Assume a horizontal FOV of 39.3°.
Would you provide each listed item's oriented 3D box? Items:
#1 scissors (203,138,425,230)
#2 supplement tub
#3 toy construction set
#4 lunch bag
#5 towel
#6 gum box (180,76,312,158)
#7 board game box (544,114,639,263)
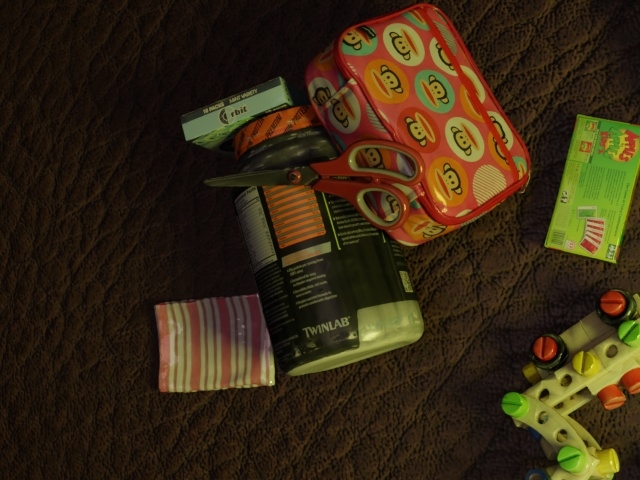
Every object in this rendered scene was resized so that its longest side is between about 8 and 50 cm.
[{"bbox_3d":[-0.013,-0.089,1.114,0.297,0.021,0.109,14,110,23],"label":"scissors"},{"bbox_3d":[0.000,0.000,1.230,0.207,0.207,0.337,-19,78,18],"label":"supplement tub"},{"bbox_3d":[0.368,0.191,1.101,0.328,0.151,0.215,-29,51,8],"label":"toy construction set"},{"bbox_3d":[0.142,-0.159,1.185,0.120,0.258,0.293,-33,86,51],"label":"lunch bag"},{"bbox_3d":[-0.163,0.157,1.372,0.197,0.029,0.144,-7,83,20],"label":"towel"},{"bbox_3d":[-0.087,-0.169,1.292,0.157,0.184,0.041,-18,79,18],"label":"gum box"},{"bbox_3d":[0.365,-0.067,1.185,0.092,0.043,0.181,14,90,21],"label":"board game box"}]
